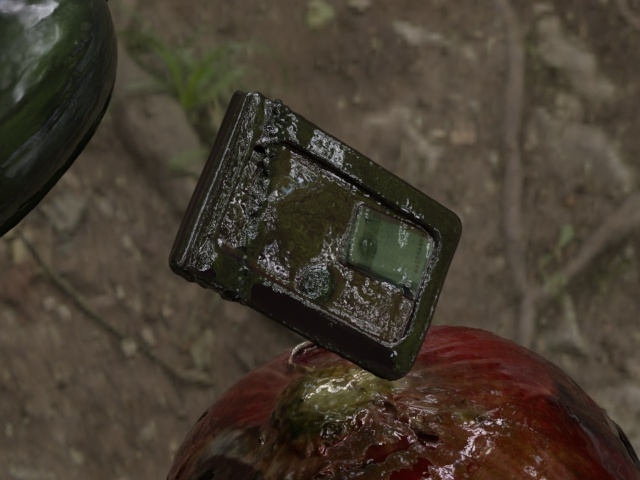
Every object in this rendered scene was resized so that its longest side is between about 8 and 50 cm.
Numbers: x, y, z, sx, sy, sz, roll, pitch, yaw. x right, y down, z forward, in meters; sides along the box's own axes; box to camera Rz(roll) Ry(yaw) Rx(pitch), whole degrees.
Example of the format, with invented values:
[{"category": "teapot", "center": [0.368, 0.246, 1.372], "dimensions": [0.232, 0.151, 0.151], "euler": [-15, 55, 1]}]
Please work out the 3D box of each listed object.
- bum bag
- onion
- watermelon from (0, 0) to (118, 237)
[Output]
[{"category": "bum bag", "center": [0.000, 0.000, 0.923], "dimensions": [0.159, 0.026, 0.109], "euler": [30, 72, -27]}, {"category": "onion", "center": [0.058, 0.199, 1.103], "dimensions": [0.341, 0.341, 0.341], "euler": [-1, 56, 1]}, {"category": "watermelon", "center": [-0.101, -0.040, 0.470], "dimensions": [0.078, 0.078, 0.110], "euler": [37, 80, 24]}]
